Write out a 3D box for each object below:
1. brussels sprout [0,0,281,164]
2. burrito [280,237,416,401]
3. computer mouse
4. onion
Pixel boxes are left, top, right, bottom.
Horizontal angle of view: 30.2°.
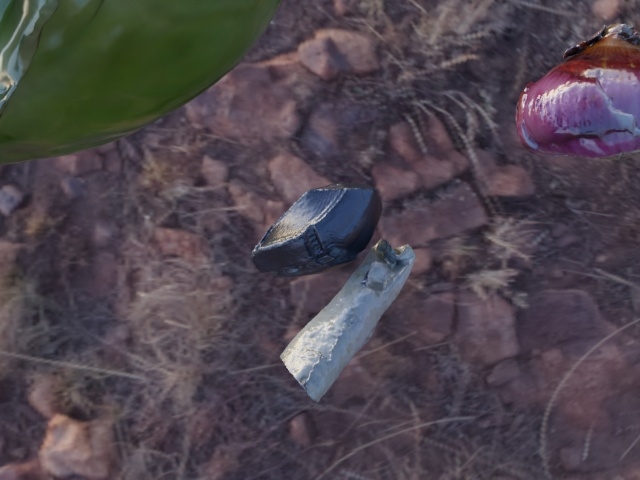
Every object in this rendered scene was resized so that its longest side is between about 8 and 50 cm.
[{"bbox_3d":[-0.227,-0.217,0.655,0.425,0.342,0.361,39,129,20],"label":"brussels sprout"},{"bbox_3d":[0.034,0.091,1.389,0.087,0.060,0.226,11,56,52],"label":"burrito"},{"bbox_3d":[0.000,0.000,1.400,0.192,0.105,0.062,-38,49,32],"label":"computer mouse"},{"bbox_3d":[0.344,-0.176,1.412,0.230,0.230,0.163,0,101,23],"label":"onion"}]
